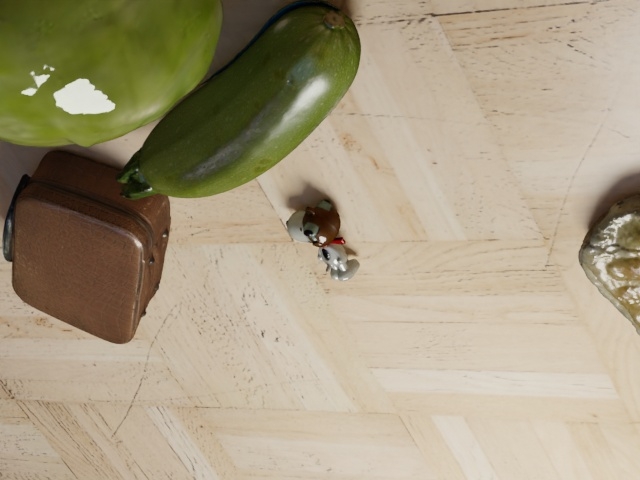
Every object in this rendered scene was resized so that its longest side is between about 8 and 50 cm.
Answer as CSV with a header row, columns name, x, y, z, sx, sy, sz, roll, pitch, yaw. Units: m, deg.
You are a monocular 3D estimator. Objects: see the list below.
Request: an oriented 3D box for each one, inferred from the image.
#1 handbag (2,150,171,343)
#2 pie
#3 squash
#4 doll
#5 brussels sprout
name,x,y,z,sx,sy,sz,roll,pitch,yaw
handbag,-0.222,0.004,1.799,0.151,0.072,0.193,23,146,4
pie,0.307,0.034,1.536,0.195,0.046,0.195,18,145,13
squash,-0.069,-0.094,1.569,0.094,0.094,0.341,38,140,-16
doll,0.005,0.002,1.685,0.085,0.040,0.058,47,152,-21
brussels sprout,-0.231,-0.198,1.418,0.316,0.243,0.274,14,167,10
